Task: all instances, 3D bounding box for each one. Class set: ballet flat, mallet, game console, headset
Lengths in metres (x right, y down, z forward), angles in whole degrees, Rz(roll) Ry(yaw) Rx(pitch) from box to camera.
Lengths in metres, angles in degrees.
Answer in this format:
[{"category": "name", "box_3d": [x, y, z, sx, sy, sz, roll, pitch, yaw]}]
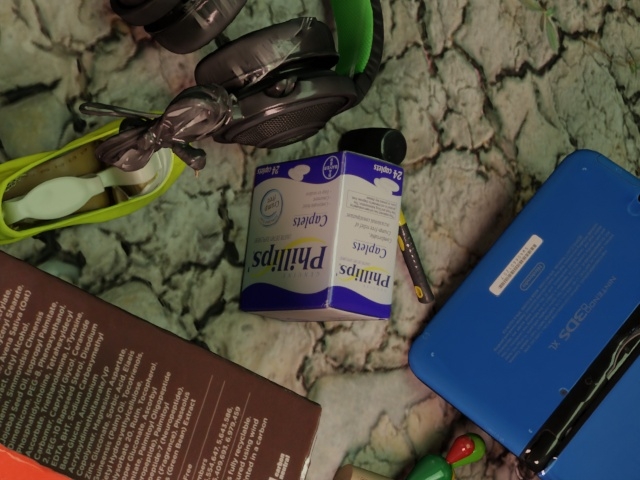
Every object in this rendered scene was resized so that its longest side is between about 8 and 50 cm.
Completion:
[{"category": "ballet flat", "box_3d": [-0.179, -0.049, 1.032, 0.231, 0.077, 0.077, -24, 103, -38]}, {"category": "mallet", "box_3d": [0.068, -0.024, 1.260, 0.039, 0.062, 0.190, -35, 123, -34]}, {"category": "game console", "box_3d": [0.275, 0.103, 1.309, 0.293, 0.250, 0.173, -50, 158, -7]}, {"category": "headset", "box_3d": [-0.056, -0.181, 1.065, 0.243, 0.185, 0.394, 52, 45, -17]}]

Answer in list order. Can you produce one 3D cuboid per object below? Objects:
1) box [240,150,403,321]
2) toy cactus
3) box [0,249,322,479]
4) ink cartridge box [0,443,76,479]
[{"category": "box", "box_3d": [0.000, 0.000, 1.139, 0.072, 0.126, 0.137, 13, 78, -38]}, {"category": "toy cactus", "box_3d": [0.092, 0.269, 1.219, 0.180, 0.112, 0.219, 32, 75, -22]}, {"category": "box", "box_3d": [-0.207, 0.111, 0.927, 0.381, 0.191, 0.143, 29, 69, -34]}, {"category": "ink cartridge box", "box_3d": [-0.319, 0.210, 0.679, 0.385, 0.091, 0.308, 28, 81, -11]}]
